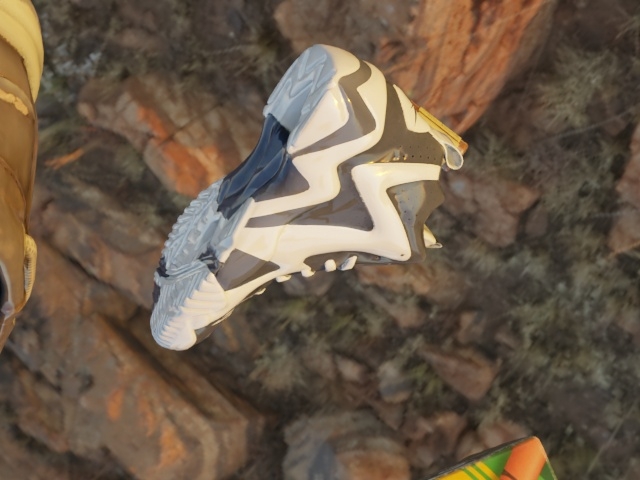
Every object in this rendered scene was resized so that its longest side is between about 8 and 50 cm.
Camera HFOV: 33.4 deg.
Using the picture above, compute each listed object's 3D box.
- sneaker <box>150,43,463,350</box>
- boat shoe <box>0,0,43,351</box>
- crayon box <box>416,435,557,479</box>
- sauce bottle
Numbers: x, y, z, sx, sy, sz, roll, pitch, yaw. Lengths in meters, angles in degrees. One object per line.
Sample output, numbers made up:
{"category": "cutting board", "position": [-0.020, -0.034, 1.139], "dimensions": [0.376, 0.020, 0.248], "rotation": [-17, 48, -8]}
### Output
{"category": "sneaker", "position": [0.000, 0.000, 0.701], "dimensions": [0.153, 0.094, 0.235], "rotation": [25, 109, -27]}
{"category": "boat shoe", "position": [-0.194, 0.045, 0.409], "dimensions": [0.355, 0.132, 0.130], "rotation": [-55, 42, 47]}
{"category": "crayon box", "position": [0.116, 0.313, 0.700], "dimensions": [0.081, 0.202, 0.318], "rotation": [-39, 70, 54]}
{"category": "sauce bottle", "position": [0.099, -0.127, 1.150], "dimensions": [0.128, 0.042, 0.042], "rotation": [39, 141, -1]}
